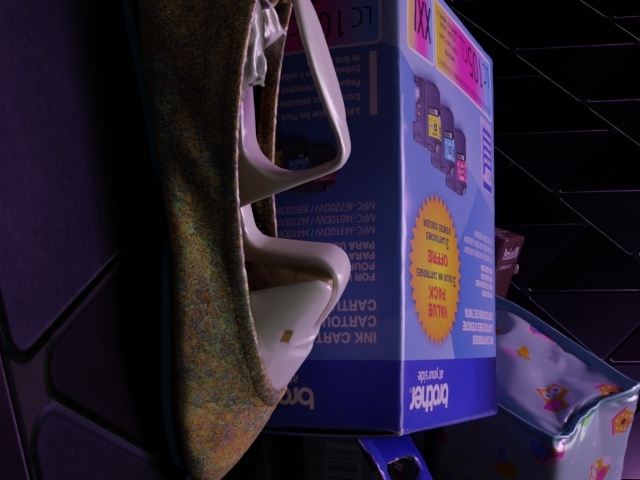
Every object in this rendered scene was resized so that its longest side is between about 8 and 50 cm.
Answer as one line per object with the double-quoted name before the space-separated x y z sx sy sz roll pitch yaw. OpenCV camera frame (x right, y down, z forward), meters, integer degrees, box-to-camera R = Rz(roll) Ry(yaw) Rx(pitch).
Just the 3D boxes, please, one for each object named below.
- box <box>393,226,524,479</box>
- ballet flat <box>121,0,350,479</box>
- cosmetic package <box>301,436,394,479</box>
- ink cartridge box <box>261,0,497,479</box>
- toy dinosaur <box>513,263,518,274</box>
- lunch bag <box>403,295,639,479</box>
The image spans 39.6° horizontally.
"box" 0.174 0.155 1.320 0.191 0.143 0.381 -5 110 -69
"ballet flat" -0.039 -0.018 0.495 0.123 0.123 0.349 -60 148 -73
"cosmetic package" 0.042 0.182 1.017 0.238 0.107 0.127 -66 157 -62
"ink cartridge box" 0.043 0.012 0.722 0.270 0.151 0.396 14 77 -64
"toy dinosaur" 0.186 0.103 1.476 0.127 0.295 0.200 -88 160 -81
"lunch bag" 0.175 0.190 0.928 0.160 0.262 0.223 -24 128 -30
